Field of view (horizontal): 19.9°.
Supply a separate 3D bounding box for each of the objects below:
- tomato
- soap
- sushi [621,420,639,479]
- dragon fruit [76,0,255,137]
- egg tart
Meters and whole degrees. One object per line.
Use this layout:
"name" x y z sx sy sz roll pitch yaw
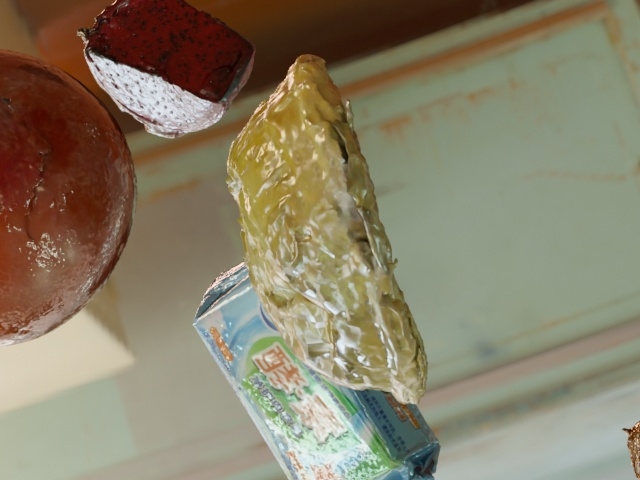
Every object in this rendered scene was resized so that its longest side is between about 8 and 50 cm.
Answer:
"tomato" -0.232 -0.031 1.246 0.208 0.208 0.184 -21 161 8
"soap" -0.003 0.141 1.750 0.156 0.293 0.077 -36 176 42
"sushi" 0.186 0.121 0.914 0.061 0.118 0.060 -4 163 -7
"dragon fruit" -0.124 -0.144 1.547 0.102 0.147 0.096 -52 163 -23
"egg tart" 0.000 0.000 1.184 0.098 0.232 0.252 -19 148 -5
